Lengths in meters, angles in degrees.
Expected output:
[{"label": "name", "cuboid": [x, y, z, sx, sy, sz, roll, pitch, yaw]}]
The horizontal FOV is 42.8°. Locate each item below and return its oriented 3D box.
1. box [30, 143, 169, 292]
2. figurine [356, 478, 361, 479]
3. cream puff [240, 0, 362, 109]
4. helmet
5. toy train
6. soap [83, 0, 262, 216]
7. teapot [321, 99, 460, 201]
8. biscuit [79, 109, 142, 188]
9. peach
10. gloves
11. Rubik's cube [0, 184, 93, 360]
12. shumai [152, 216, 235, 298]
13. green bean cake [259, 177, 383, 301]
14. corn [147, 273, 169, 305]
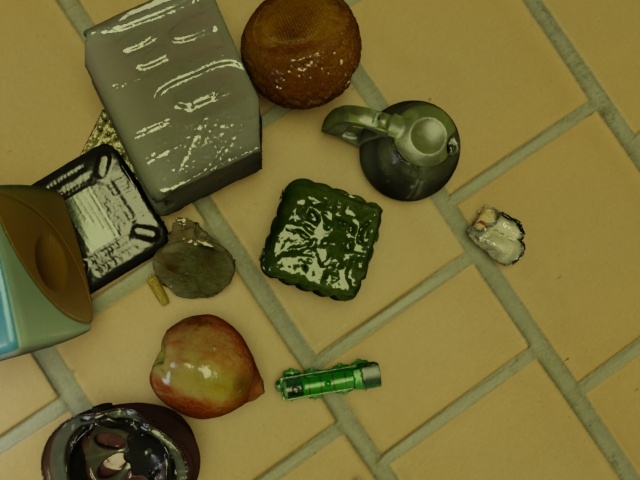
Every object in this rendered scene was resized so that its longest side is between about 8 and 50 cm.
[{"label": "box", "cuboid": [-0.535, -0.045, 1.909, 0.289, 0.073, 0.290, -31, 91, -5]}, {"label": "figurine", "cuboid": [0.080, 0.642, 1.919, 0.146, 0.081, 0.098, -55, 135, -13]}, {"label": "cream puff", "cuboid": [-0.044, -0.435, 1.923, 0.303, 0.212, 0.303, -3, 53, 5]}, {"label": "helmet", "cuboid": [-0.417, 0.480, 1.809, 0.338, 0.197, 0.271, -5, 95, 17]}, {"label": "toy train", "cuboid": [0.021, 0.329, 1.910, 0.251, 0.119, 0.085, -9, 86, -8]}, {"label": "soap", "cuboid": [-0.313, -0.320, 1.868, 0.350, 0.213, 0.435, -23, 82, -11]}, {"label": "teapot", "cuboid": [0.193, -0.254, 1.924, 0.321, 0.239, 0.239, 44, 81, 1]}, {"label": "biscuit", "cuboid": [-0.445, -0.207, 1.965, 0.231, 0.016, 0.139, 25, 83, -3]}, {"label": "peach", "cuboid": [-0.246, 0.292, 1.839, 0.256, 0.232, 0.232, 19, 83, -13]}, {"label": "gloves", "cuboid": [0.439, -0.012, 2.010, 0.153, 0.070, 0.114, 38, 76, -1]}, {"label": "Rubik's cube", "cuboid": [-0.718, 0.082, 1.708, 0.351, 0.352, 0.347, -13, 91, 7]}, {"label": "shumai", "cuboid": [-0.294, 0.037, 1.911, 0.201, 0.201, 0.120, 9, 42, -5]}, {"label": "green bean cake", "cuboid": [0.000, 0.000, 1.922, 0.246, 0.156, 0.250, 20, 83, -5]}, {"label": "corn", "cuboid": [-0.384, 0.116, 1.935, 0.028, 0.027, 0.083, -29, 90, -40]}]
